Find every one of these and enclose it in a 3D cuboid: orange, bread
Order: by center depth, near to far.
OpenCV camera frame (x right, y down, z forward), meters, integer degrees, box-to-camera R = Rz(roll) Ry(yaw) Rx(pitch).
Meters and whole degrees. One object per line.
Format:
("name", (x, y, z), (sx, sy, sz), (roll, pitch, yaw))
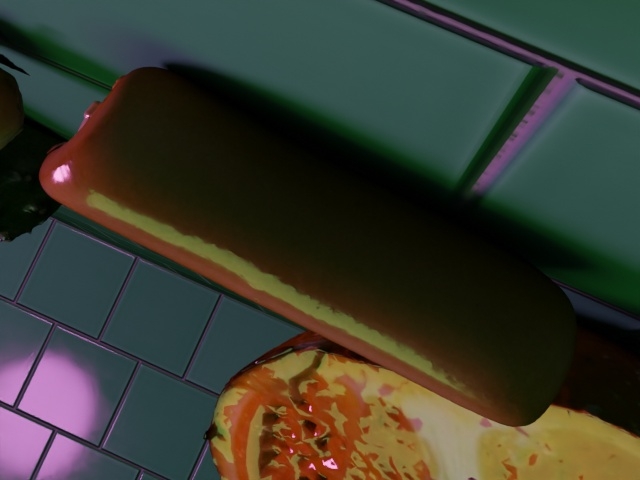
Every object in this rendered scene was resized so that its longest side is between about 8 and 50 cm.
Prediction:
("bread", (0.000, 0.000, 0.405), (0.239, 0.074, 0.092), (27, -172, -10))
("orange", (0.086, 0.157, 0.556), (0.310, 0.274, 0.274), (-13, 166, 6))

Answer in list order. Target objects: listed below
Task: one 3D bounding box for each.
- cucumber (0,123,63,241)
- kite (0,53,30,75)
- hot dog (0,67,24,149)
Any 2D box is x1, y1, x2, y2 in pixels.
("cucumber", (-0.336, -0.079, 0.695), (0.145, 0.105, 0.325), (13, 170, 34))
("kite", (-0.227, -0.129, 0.463), (0.182, 0.010, 0.160), (29, 175, -13))
("hot dog", (-0.283, -0.117, 0.456), (0.288, 0.068, 0.083), (30, 168, -4))
